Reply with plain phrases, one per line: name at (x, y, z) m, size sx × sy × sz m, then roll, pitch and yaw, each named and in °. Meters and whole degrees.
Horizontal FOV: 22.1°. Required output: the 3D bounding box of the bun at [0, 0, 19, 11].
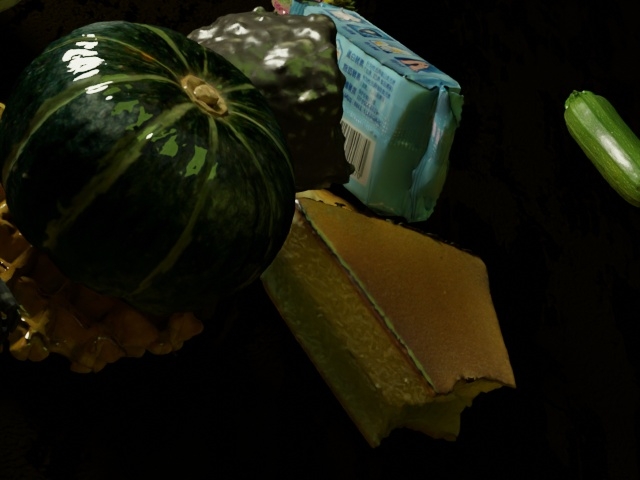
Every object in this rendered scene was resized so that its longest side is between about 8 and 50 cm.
bun at (-0.374, -0.289, 1.586) m, size 0.212 × 0.126 × 0.204 m, roll 28°, pitch 55°, yaw 0°

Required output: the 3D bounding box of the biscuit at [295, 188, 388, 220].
biscuit at (-0.002, 0.004, 1.623) m, size 0.203 × 0.041 × 0.260 m, roll -11°, pitch 50°, yaw -47°

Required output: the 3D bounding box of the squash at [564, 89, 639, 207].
squash at (0.391, -0.125, 2.191) m, size 0.077 × 0.068 × 0.219 m, roll 1°, pitch 43°, yaw -33°

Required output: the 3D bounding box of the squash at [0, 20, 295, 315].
squash at (-0.137, -0.063, 1.319) m, size 0.252 × 0.165 × 0.252 m, roll 30°, pitch 30°, yaw -19°

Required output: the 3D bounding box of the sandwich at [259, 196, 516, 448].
sandwich at (0.053, 0.080, 1.452) m, size 0.220 × 0.108 × 0.186 m, roll 19°, pitch 44°, yaw -32°

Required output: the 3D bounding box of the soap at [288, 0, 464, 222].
soap at (0.045, -0.139, 1.710) m, size 0.077 × 0.156 × 0.293 m, roll 2°, pitch 26°, yaw -31°

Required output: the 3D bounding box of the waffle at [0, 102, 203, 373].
waffle at (-0.253, -0.001, 1.343) m, size 0.260 × 0.069 × 0.293 m, roll 2°, pitch 45°, yaw -42°

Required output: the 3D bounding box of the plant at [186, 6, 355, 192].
plant at (-0.084, -0.127, 1.553) m, size 0.234 × 0.178 × 0.204 m, roll 0°, pitch 37°, yaw 0°

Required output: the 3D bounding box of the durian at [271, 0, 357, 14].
durian at (0.011, -0.305, 2.027) m, size 0.119 × 0.108 × 0.186 m, roll 12°, pitch 36°, yaw -35°

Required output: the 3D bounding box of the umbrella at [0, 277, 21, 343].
umbrella at (-0.316, 0.003, 1.171) m, size 0.336 × 0.154 × 0.128 m, roll 63°, pitch 0°, yaw 29°
